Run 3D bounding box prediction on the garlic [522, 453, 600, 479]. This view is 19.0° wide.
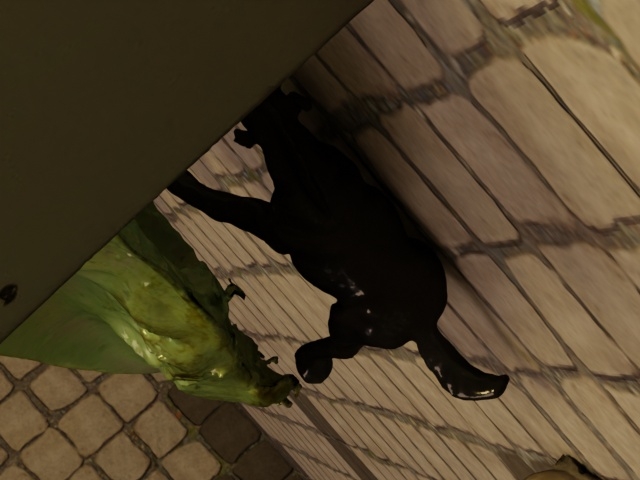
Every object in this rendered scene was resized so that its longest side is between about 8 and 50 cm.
[{"bbox_3d":[0.140,0.177,1.129,0.084,0.066,0.152,46,169,2],"label":"garlic"}]

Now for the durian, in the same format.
[{"bbox_3d":[-0.102,-0.003,0.974,0.198,0.163,0.394,10,165,17],"label":"durian"}]

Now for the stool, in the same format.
[{"bbox_3d":[-0.167,-0.104,0.742,0.243,0.270,0.170,39,168,50],"label":"stool"}]

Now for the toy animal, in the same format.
[{"bbox_3d":[0.000,0.000,0.999,0.232,0.084,0.148,55,169,-16],"label":"toy animal"}]
